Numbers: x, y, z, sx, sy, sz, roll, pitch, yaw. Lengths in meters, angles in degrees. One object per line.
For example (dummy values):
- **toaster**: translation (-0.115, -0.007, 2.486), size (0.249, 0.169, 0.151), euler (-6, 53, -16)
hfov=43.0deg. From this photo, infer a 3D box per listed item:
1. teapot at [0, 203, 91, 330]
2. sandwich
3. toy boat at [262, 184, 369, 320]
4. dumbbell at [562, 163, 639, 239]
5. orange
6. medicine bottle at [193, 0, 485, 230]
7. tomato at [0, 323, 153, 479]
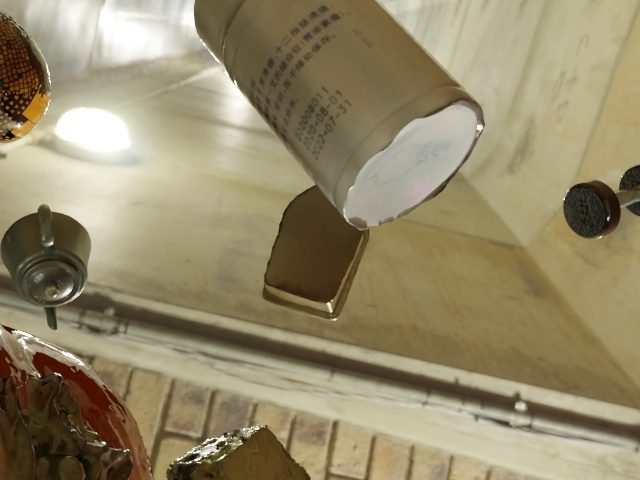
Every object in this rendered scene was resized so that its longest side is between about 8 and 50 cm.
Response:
- **teapot**: translation (-0.490, 0.045, 1.463), size (0.149, 0.162, 0.239), euler (-118, -148, -50)
- **sandwich**: translation (-0.133, 0.464, 1.316), size (0.131, 0.262, 0.326), euler (-21, -125, 29)
- **toy boat**: translation (0.000, 0.000, 1.052), size (0.061, 0.116, 0.188), euler (78, 30, -70)
- **dumbbell**: translation (0.517, -0.071, 1.403), size (0.100, 0.191, 0.100), euler (31, -51, 48)
- **orange**: translation (-0.531, -0.260, 1.271), size (0.182, 0.234, 0.234), euler (-48, 167, -37)
- **medicine bottle**: translation (0.010, -0.193, 0.929), size (0.332, 0.189, 0.190), euler (52, -33, 24)
- **tomato**: translation (-0.259, 0.192, 0.479), size (0.321, 0.321, 0.322), euler (-167, -90, -84)
